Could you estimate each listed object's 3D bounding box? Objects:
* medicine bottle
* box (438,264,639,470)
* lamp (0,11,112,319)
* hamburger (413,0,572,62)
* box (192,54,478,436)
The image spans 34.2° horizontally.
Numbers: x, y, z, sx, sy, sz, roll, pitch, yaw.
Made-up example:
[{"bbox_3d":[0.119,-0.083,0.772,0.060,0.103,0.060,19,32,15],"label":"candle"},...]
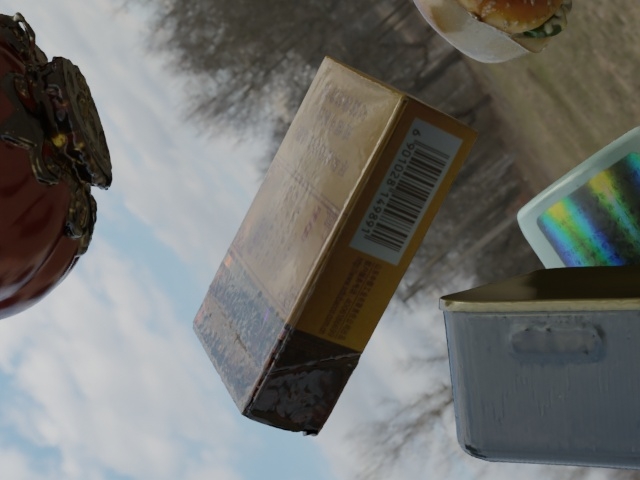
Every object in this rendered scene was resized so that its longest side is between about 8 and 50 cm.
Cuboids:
[{"bbox_3d":[0.249,0.041,0.729,0.229,0.121,0.083,58,-151,10],"label":"medicine bottle"},{"bbox_3d":[0.167,0.065,0.595,0.201,0.145,0.090,-7,-88,-60],"label":"box"},{"bbox_3d":[-0.256,-0.052,0.716,0.227,0.227,0.227,48,-171,-10],"label":"lamp"},{"bbox_3d":[0.211,-0.331,1.325,0.237,0.147,0.236,27,-137,-28],"label":"hamburger"},{"bbox_3d":[-0.001,0.000,1.276,0.116,0.415,0.264,21,-169,-27],"label":"box"}]
